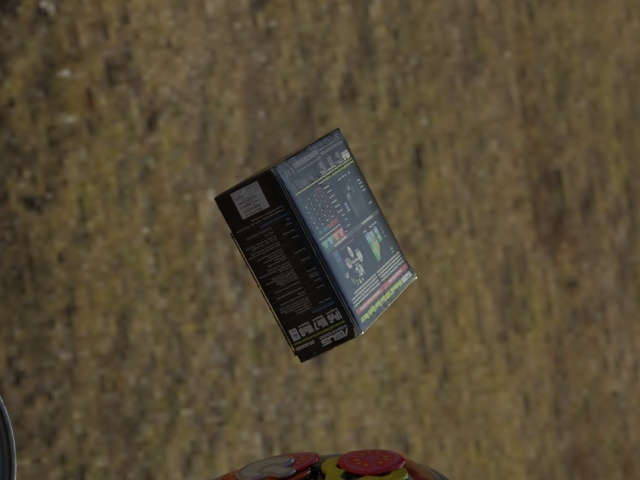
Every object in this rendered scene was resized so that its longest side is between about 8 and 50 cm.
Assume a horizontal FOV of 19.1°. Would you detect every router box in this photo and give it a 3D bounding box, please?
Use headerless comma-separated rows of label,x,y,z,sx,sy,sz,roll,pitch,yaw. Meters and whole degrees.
router box,0.000,0.000,0.961,0.092,0.038,0.122,62,20,-3

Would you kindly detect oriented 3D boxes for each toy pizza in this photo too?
toy pizza,-0.013,0.168,1.176,0.201,0.201,0.032,-44,129,-62

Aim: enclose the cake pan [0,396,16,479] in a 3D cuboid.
cake pan,-0.425,0.235,1.830,0.054,0.293,0.293,29,55,-58
